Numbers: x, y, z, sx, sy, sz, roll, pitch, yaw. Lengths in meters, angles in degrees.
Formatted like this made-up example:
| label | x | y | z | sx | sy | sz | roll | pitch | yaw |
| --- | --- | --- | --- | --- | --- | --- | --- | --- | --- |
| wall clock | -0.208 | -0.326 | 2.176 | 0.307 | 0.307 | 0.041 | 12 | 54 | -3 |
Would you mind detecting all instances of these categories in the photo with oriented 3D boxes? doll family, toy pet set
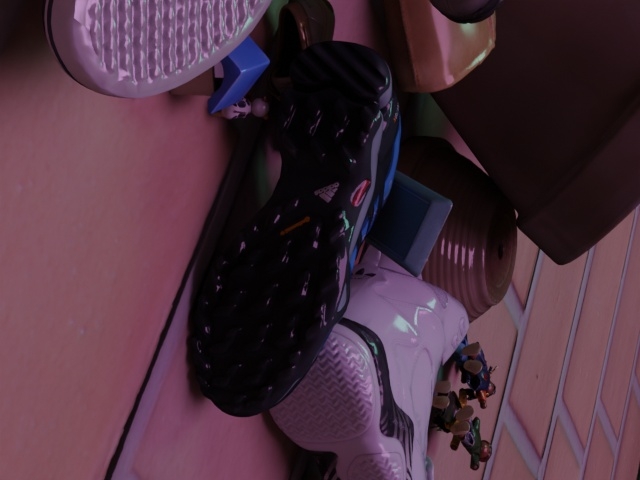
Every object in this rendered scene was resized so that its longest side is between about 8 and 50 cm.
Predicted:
| label | x | y | z | sx | sy | sz | roll | pitch | yaw |
| --- | --- | --- | --- | --- | --- | --- | --- | --- | --- |
| doll family | 0.176 | 0.182 | 1.428 | 0.111 | 0.076 | 0.193 | 53 | 45 | -48 |
| toy pet set | -0.059 | -0.146 | 0.880 | 0.114 | 0.065 | 0.122 | -35 | 125 | -58 |

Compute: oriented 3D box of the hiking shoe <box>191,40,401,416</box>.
| label | x | y | z | sx | sy | sz | roll | pitch | yaw |
| --- | --- | --- | --- | --- | --- | --- | --- | --- | --- |
| hiking shoe | 0.000 | 0.000 | 0.942 | 0.304 | 0.113 | 0.132 | -68 | 158 | 0 |

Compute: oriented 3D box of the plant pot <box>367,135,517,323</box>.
| label | x | y | z | sx | sy | sz | roll | pitch | yaw |
| --- | --- | --- | --- | --- | --- | --- | --- | --- | --- |
| plant pot | 0.145 | 0.007 | 1.286 | 0.237 | 0.110 | 0.237 | -25 | 118 | -60 |

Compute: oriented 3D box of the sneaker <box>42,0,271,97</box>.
| label | x | y | z | sx | sy | sz | roll | pitch | yaw |
| --- | --- | --- | --- | --- | --- | --- | --- | --- | --- |
| sneaker | -0.087 | -0.208 | 0.751 | 0.321 | 0.127 | 0.126 | -54 | 139 | -33 |

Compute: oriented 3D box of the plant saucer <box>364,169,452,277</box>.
| label | x | y | z | sx | sy | sz | roll | pitch | yaw |
| --- | --- | --- | --- | --- | --- | --- | --- | --- | --- |
| plant saucer | 0.045 | -0.032 | 1.008 | 0.018 | 0.192 | 0.067 | 20 | 99 | -29 |

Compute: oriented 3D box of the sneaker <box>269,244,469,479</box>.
| label | x | y | z | sx | sy | sz | roll | pitch | yaw |
| --- | --- | --- | --- | --- | --- | --- | --- | --- | --- |
| sneaker | 0.068 | 0.173 | 1.124 | 0.210 | 0.137 | 0.366 | -53 | 137 | -43 |

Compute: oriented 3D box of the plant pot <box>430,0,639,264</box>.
| label | x | y | z | sx | sy | sz | roll | pitch | yaw |
| --- | --- | --- | --- | --- | --- | --- | --- | --- | --- |
| plant pot | 0.239 | -0.184 | 1.189 | 0.323 | 0.280 | 0.323 | -50 | 177 | -4 |

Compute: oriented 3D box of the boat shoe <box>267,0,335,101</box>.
| label | x | y | z | sx | sy | sz | roll | pitch | yaw |
| --- | --- | --- | --- | --- | --- | --- | --- | --- | --- |
| boat shoe | -0.022 | -0.136 | 0.988 | 0.045 | 0.050 | 0.135 | -12 | 115 | -39 |

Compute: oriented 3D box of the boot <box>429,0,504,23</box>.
| label | x | y | z | sx | sy | sz | roll | pitch | yaw |
| --- | --- | --- | --- | --- | --- | --- | --- | --- | --- |
| boot | 0.065 | -0.279 | 0.787 | 0.161 | 0.083 | 0.246 | 10 | 84 | -45 |

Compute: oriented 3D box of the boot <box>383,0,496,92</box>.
| label | x | y | z | sx | sy | sz | roll | pitch | yaw |
| --- | --- | --- | --- | --- | --- | --- | --- | --- | --- |
| boot | 0.096 | -0.288 | 0.940 | 0.236 | 0.089 | 0.269 | -43 | 127 | -38 |
